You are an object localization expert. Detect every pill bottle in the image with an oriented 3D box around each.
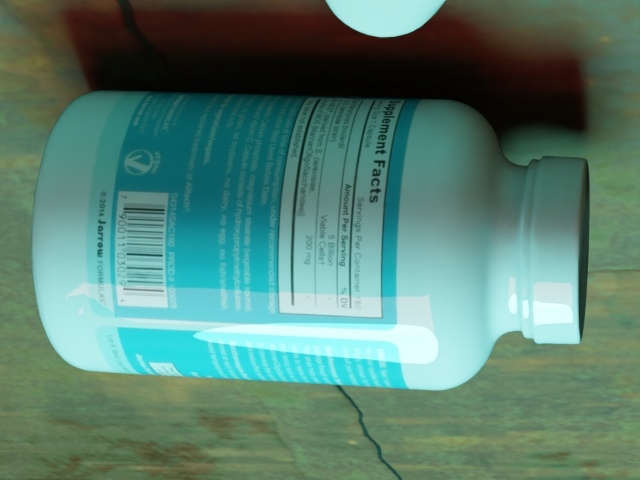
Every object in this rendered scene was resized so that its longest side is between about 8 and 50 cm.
[{"bbox_3d":[0.000,0.000,0.954,0.264,0.146,0.146,3,150,11],"label":"pill bottle"}]

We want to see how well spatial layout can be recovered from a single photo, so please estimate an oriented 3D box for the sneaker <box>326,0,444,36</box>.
[{"bbox_3d":[0.040,-0.146,0.756,0.085,0.086,0.237,11,151,-7],"label":"sneaker"}]
